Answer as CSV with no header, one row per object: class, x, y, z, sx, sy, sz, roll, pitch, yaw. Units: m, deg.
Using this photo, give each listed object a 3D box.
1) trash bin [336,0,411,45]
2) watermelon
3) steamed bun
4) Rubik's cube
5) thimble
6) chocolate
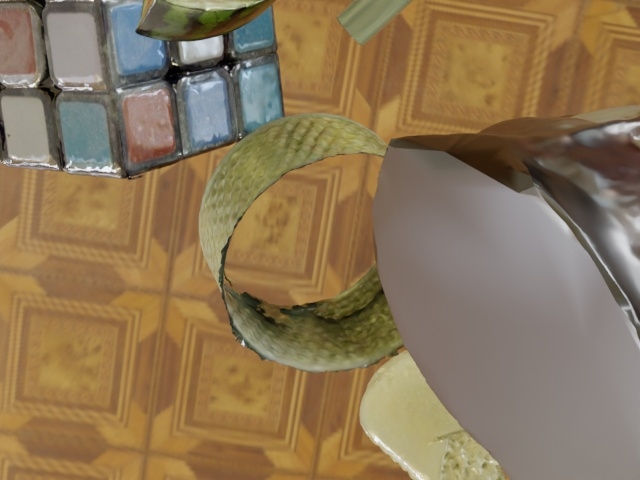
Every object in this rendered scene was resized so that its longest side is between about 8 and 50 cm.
trash bin,0.090,-0.336,1.715,0.130,0.116,0.059,-42,93,14
watermelon,-0.127,-0.252,1.299,0.193,0.145,0.137,-9,138,21
steamed bun,0.218,0.249,1.814,0.273,0.290,0.272,43,85,7
Rubik's cube,-0.289,-0.292,1.711,0.359,0.362,0.363,9,107,38
thimble,0.000,0.000,1.373,0.271,0.150,0.271,-8,117,-15
chocolate,0.181,0.025,0.768,0.186,0.283,0.283,-31,104,-21
